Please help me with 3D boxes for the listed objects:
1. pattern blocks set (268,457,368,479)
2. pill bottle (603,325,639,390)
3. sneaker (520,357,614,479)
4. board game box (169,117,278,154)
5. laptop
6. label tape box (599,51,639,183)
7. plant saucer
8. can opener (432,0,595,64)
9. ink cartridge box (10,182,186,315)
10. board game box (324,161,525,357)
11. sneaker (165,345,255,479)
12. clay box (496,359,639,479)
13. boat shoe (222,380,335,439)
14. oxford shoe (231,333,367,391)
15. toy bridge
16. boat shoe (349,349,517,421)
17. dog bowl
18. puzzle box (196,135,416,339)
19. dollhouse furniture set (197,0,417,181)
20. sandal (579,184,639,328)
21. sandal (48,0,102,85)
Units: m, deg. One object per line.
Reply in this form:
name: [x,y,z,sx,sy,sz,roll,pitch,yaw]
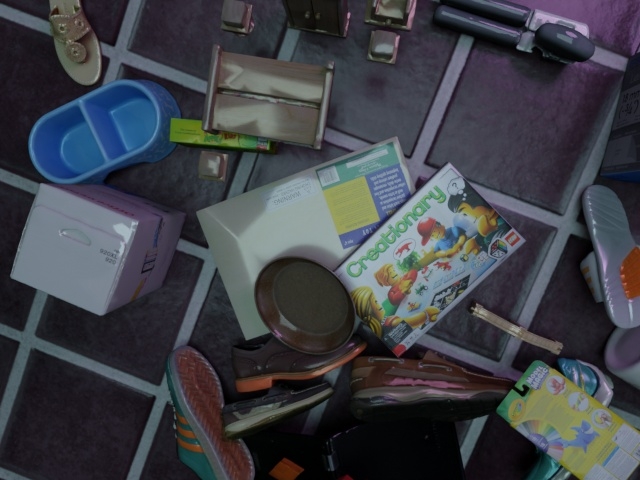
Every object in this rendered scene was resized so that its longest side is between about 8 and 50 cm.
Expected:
pattern blocks set: [-0.016,0.538,0.880,0.325,0.026,0.285,-8,96,33]
pill bottle: [0.653,0.243,0.860,0.229,0.131,0.131,32,97,0]
sneaker: [0.445,0.355,0.914,0.110,0.107,0.275,26,89,16]
board game box: [-0.175,-0.193,0.891,0.181,0.092,0.043,5,95,3]
laptop: [0.065,0.526,0.984,0.408,0.236,0.382,-9,95,33]
label tape box: [0.591,-0.262,0.761,0.106,0.240,0.333,12,95,4]
plant saucer: [-0.025,0.112,0.859,0.199,0.036,0.198,10,117,21]
can opener: [0.343,-0.386,0.844,0.280,0.093,0.074,20,97,6]
ink cartridge box: [-0.379,0.004,0.853,0.171,0.232,0.168,21,96,2]
board game box: [0.181,0.035,0.858,0.193,0.053,0.305,45,97,-1]
sneaker: [-0.247,0.363,0.942,0.121,0.108,0.302,-30,81,26]
clay box: [0.434,0.322,0.836,0.222,0.053,0.127,38,92,15]
boat shoe: [-0.084,0.314,0.932,0.224,0.080,0.073,-19,64,-12]
oxford shoe: [-0.047,0.214,0.924,0.271,0.097,0.098,-16,88,5]
toy bridge: [0.370,0.168,0.906,0.188,0.063,0.026,25,97,0]
boat shoe: [0.208,0.261,0.890,0.324,0.120,0.122,6,140,-16]
dog bowl: [-0.416,-0.203,0.915,0.297,0.074,0.166,-23,94,5]
puzzle box: [0.000,0.000,0.919,0.409,0.052,0.272,-19,94,5]
dollhouse furniture set: [-0.021,-0.255,0.831,0.303,0.174,0.355,11,95,3]
sandal: [0.530,0.030,0.883,0.102,0.076,0.265,-3,75,-10]
sandal: [-0.482,-0.418,0.895,0.088,0.079,0.240,-7,95,5]
